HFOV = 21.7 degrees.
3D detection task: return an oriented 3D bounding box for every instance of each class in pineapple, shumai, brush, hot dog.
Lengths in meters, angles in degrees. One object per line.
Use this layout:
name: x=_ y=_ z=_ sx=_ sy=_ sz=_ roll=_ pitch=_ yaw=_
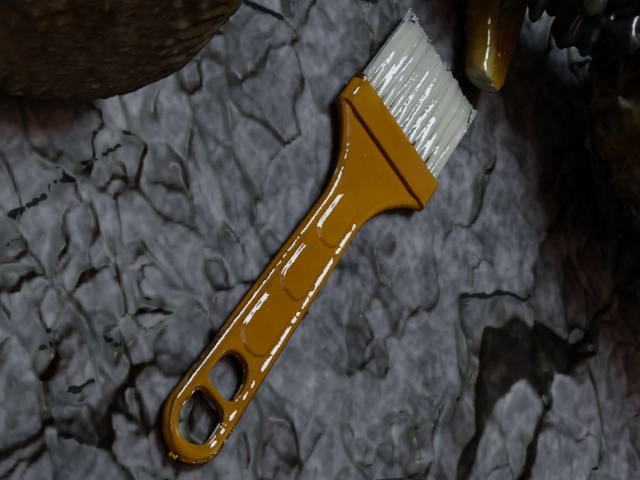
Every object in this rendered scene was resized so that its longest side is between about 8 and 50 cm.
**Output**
pineapple: x=0.237 y=-0.113 z=1.036 sx=0.362 sy=0.202 sz=0.202 roll=50 pitch=53 yaw=-25
shumai: x=-0.106 y=-0.138 z=0.776 sx=0.145 sy=0.145 sz=0.116 roll=8 pitch=54 yaw=-43
brush: x=0.000 y=0.000 z=0.916 sx=0.090 sy=0.017 sz=0.314 roll=52 pitch=53 yaw=-25
hot dog: x=0.111 y=-0.156 z=1.037 sx=0.044 sy=0.028 sz=0.137 roll=45 pitch=54 yaw=-51

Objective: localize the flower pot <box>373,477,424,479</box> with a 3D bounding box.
flower pot: x=0.150 y=0.255 z=0.801 sx=0.293 sy=0.330 sz=0.294 roll=11 pitch=74 yaw=-42
